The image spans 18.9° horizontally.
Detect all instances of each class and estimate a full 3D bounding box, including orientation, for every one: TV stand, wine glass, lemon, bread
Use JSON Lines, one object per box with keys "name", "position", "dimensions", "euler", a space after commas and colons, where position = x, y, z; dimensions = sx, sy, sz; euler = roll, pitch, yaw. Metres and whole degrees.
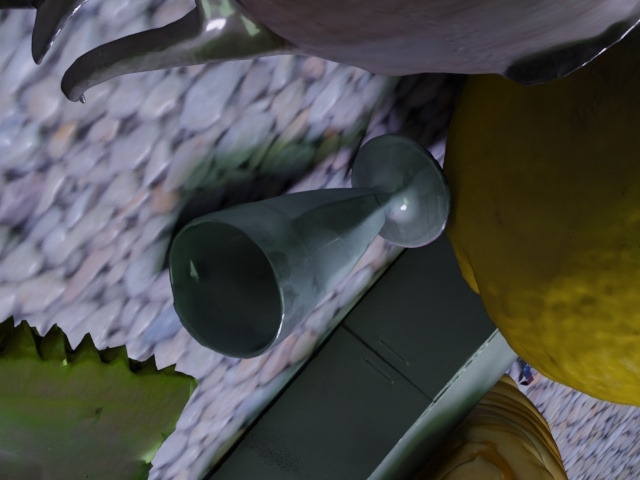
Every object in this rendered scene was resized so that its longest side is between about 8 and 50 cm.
{"name": "TV stand", "position": [0.048, 0.087, 1.197], "dimensions": [0.269, 0.083, 0.088], "euler": [-49, 161, -8]}
{"name": "wine glass", "position": [0.000, 0.000, 0.967], "dimensions": [0.155, 0.073, 0.073], "euler": [-26, 148, -46]}
{"name": "lemon", "position": [0.215, -0.040, 1.032], "dimensions": [0.297, 0.297, 0.297], "euler": [-42, 157, -22]}
{"name": "bread", "position": [0.094, 0.193, 1.299], "dimensions": [0.173, 0.121, 0.311], "euler": [-47, -178, 7]}

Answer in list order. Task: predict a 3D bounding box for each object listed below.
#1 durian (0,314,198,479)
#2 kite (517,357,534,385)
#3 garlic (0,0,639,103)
{"name": "durian", "position": [-0.191, 0.154, 0.701], "dimensions": [0.158, 0.169, 0.351], "euler": [-14, 139, -58]}
{"name": "kite", "position": [0.155, 0.074, 1.483], "dimensions": [0.127, 0.016, 0.229], "euler": [-46, 158, -4]}
{"name": "garlic", "position": [-0.010, -0.143, 0.502], "dimensions": [0.237, 0.210, 0.292], "euler": [-16, 151, -13]}
